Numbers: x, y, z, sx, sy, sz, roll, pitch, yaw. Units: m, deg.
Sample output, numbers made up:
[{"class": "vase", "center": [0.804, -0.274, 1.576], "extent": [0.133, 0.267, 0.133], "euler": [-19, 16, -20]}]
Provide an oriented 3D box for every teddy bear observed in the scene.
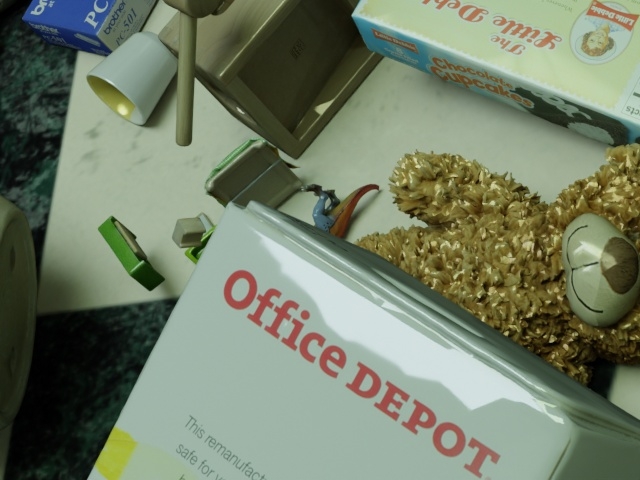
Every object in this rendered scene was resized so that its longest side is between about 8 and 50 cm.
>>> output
[{"class": "teddy bear", "center": [0.099, 0.047, 1.068], "extent": [0.338, 0.113, 0.245], "euler": [0, 66, 29]}]

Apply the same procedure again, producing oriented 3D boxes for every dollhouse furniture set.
[{"class": "dollhouse furniture set", "center": [-0.093, -0.030, 1.237], "extent": [0.151, 0.076, 0.058], "euler": [-41, 53, 4]}]

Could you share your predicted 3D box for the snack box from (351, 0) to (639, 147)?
[{"class": "snack box", "center": [0.204, -0.170, 1.128], "extent": [0.322, 0.060, 0.187], "euler": [25, 77, 25]}]

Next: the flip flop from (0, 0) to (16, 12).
[{"class": "flip flop", "center": [-0.391, -0.277, 1.533], "extent": [0.277, 0.080, 0.112], "euler": [16, 72, 34]}]

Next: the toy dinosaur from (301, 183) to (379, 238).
[{"class": "toy dinosaur", "center": [0.000, 0.000, 1.194], "extent": [0.090, 0.047, 0.082], "euler": [-8, 78, 13]}]

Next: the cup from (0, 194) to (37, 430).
[{"class": "cup", "center": [-0.348, 0.054, 1.213], "extent": [0.237, 0.331, 0.331], "euler": [3, 63, 2]}]

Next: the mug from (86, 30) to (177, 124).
[{"class": "mug", "center": [-0.159, -0.144, 1.348], "extent": [0.078, 0.062, 0.064], "euler": [28, 71, 30]}]

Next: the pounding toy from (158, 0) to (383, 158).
[{"class": "pounding toy", "center": [-0.070, -0.156, 1.211], "extent": [0.181, 0.206, 0.094], "euler": [-50, 52, -4]}]

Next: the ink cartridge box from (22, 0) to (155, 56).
[{"class": "ink cartridge box", "center": [-0.173, -0.265, 1.430], "extent": [0.097, 0.046, 0.207], "euler": [16, 72, 35]}]

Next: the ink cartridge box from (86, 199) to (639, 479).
[{"class": "ink cartridge box", "center": [-0.005, 0.212, 0.944], "extent": [0.279, 0.160, 0.385], "euler": [33, 98, 38]}]
